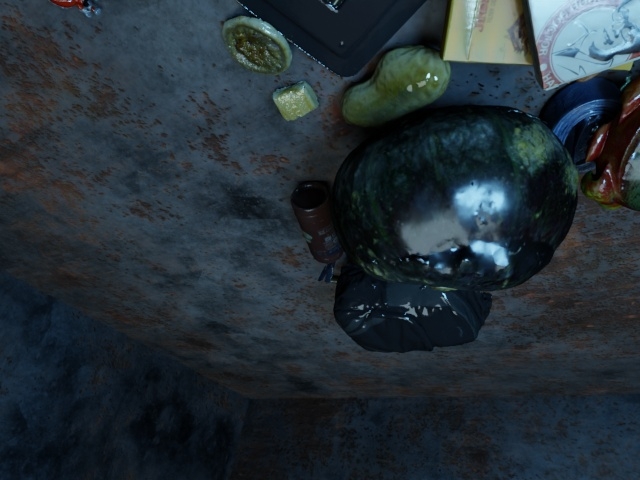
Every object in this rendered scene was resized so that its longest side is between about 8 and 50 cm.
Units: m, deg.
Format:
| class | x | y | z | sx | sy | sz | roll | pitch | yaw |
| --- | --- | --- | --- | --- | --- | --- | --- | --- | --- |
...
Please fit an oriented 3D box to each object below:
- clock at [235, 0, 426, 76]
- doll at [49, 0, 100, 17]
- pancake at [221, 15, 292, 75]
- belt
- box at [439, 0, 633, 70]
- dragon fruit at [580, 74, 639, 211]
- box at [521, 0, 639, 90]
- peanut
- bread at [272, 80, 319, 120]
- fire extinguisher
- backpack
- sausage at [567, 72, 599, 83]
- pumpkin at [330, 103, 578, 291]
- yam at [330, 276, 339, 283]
| class | x | y | z | sx | sy | sz | roll | pitch | yaw |
| --- | --- | --- | --- | --- | --- | --- | --- | --- | --- |
| clock | 0.021 | -0.417 | 0.711 | 0.274 | 0.049 | 0.279 | 28 | 142 | -23 |
| doll | -0.463 | -0.447 | 0.815 | 0.114 | 0.039 | 0.057 | 9 | 174 | -11 |
| pancake | -0.119 | -0.361 | 0.836 | 0.140 | 0.022 | 0.139 | 17 | 161 | 6 |
| belt | 0.500 | -0.206 | 0.851 | 0.142 | 0.082 | 0.190 | -2 | 143 | 11 |
| box | 0.327 | -0.351 | 0.652 | 0.275 | 0.076 | 0.174 | 6 | 123 | 8 |
| dragon fruit | 0.582 | -0.158 | 0.767 | 0.269 | 0.130 | 0.295 | -22 | 137 | -16 |
| box | 0.346 | -0.389 | 0.536 | 0.215 | 0.069 | 0.353 | -15 | 122 | 21 |
| peanut | 0.130 | -0.282 | 0.833 | 0.237 | 0.110 | 0.120 | -13 | 144 | 44 |
| bread | -0.052 | -0.291 | 0.928 | 0.083 | 0.035 | 0.070 | -15 | 139 | 23 |
| fire extinguisher | 0.000 | 0.000 | 1.242 | 0.102 | 0.138 | 0.343 | 14 | 148 | 23 |
| backpack | 0.275 | 0.188 | 1.335 | 0.446 | 0.254 | 0.363 | -5 | 141 | 33 |
| sausage | 0.511 | -0.359 | 0.654 | 0.053 | 0.053 | 0.348 | 23 | 145 | -16 |
| pumpkin | 0.245 | -0.075 | 0.862 | 0.455 | 0.343 | 0.454 | 0 | 177 | 0 |
| yam | 0.136 | 0.153 | 1.519 | 0.235 | 0.029 | 0.027 | 11 | 141 | -1 |
